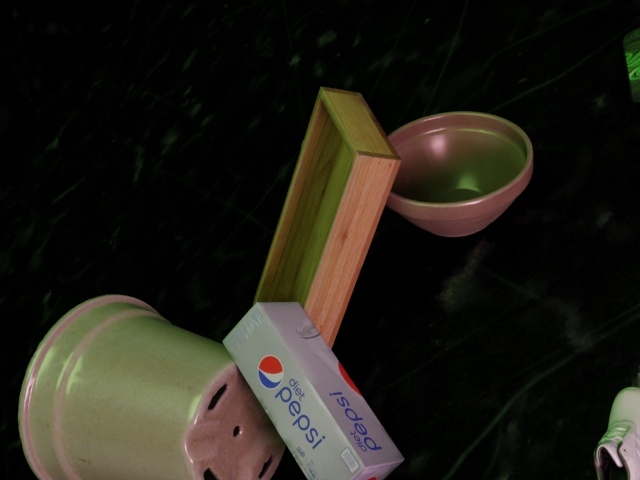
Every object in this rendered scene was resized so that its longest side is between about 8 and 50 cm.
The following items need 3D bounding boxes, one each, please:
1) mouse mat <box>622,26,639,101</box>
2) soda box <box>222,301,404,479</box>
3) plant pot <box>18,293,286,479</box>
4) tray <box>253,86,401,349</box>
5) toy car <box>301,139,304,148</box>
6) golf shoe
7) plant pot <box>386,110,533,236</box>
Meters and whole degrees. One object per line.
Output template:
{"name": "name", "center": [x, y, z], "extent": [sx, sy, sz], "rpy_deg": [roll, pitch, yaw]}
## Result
{"name": "mouse mat", "center": [0.528, -0.287, 1.494], "extent": [0.189, 0.007, 0.152], "rpy_deg": [-25, 42, 32]}
{"name": "soda box", "center": [-0.013, 0.218, 1.430], "extent": [0.091, 0.098, 0.286], "rpy_deg": [-49, 59, 25]}
{"name": "plant pot", "center": [-0.228, 0.266, 1.580], "extent": [0.305, 0.334, 0.334], "rpy_deg": [7, 63, 37]}
{"name": "tray", "center": [0.000, 0.000, 1.571], "extent": [0.203, 0.076, 0.411], "rpy_deg": [-114, 35, -52]}
{"name": "toy car", "center": [0.075, -0.137, 1.747], "extent": [0.188, 0.149, 0.155], "rpy_deg": [-18, 34, 21]}
{"name": "golf shoe", "center": [0.340, 0.231, 1.154], "extent": [0.069, 0.086, 0.176], "rpy_deg": [-22, 42, 36]}
{"name": "plant pot", "center": [0.197, -0.084, 1.541], "extent": [0.237, 0.110, 0.237], "rpy_deg": [-8, 40, 7]}
